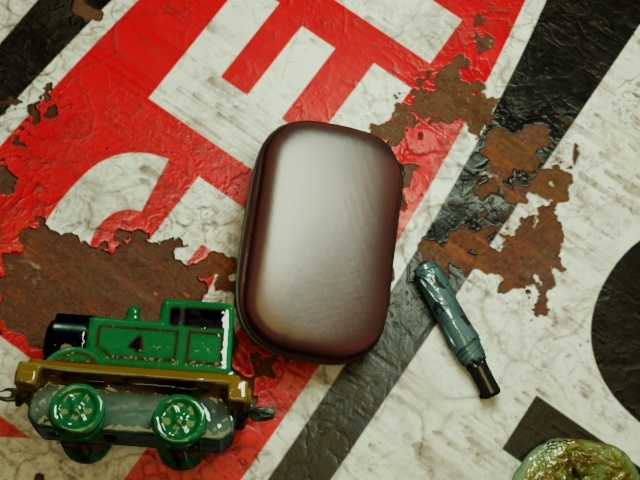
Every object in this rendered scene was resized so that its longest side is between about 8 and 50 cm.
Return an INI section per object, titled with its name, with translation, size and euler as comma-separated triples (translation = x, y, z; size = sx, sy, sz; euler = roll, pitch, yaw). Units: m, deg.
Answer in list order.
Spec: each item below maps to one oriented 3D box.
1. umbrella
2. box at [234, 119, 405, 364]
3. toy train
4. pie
[umbrella]
translation = 0.228, 0.145, 1.797
size = 0.052, 0.053, 0.250
euler = -25, 77, -11
[box]
translation = 0.000, 0.000, 1.779
size = 0.263, 0.108, 0.404
euler = 12, 74, -12
[toy train]
translation = -0.280, 0.212, 1.689
size = 0.429, 0.178, 0.249
euler = 5, 65, -3
[pie]
translation = 0.417, 0.429, 1.735
size = 0.240, 0.054, 0.241
euler = 1, 73, -3
